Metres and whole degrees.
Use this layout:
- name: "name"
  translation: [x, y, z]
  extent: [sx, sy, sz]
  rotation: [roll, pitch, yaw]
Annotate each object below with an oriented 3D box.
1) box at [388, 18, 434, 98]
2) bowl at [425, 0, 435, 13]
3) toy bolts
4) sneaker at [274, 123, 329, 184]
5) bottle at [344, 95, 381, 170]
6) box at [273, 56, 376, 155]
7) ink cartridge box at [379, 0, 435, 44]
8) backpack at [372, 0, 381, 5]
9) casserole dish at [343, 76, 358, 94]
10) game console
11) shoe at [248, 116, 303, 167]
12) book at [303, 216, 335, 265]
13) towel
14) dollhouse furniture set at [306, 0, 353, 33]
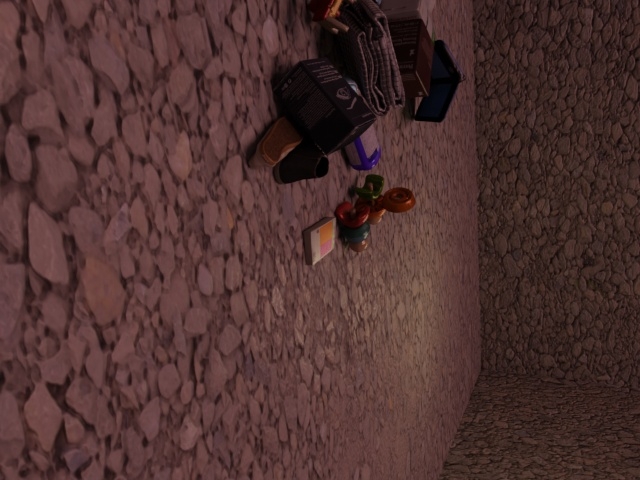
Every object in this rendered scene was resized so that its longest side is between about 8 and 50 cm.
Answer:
- name: "box"
  translation: [0.282, -0.615, 1.963]
  extent: [0.167, 0.168, 0.203]
  rotation: [34, 61, -61]
- name: "bowl"
  translation: [0.318, -0.959, 2.052]
  extent: [0.298, 0.134, 0.298]
  rotation: [4, 90, -65]
- name: "toy bolts"
  translation: [0.168, -0.064, 1.760]
  extent: [0.228, 0.218, 0.159]
  rotation: [-43, 138, -32]
- name: "sneaker"
  translation: [-0.019, -0.218, 1.423]
  extent: [0.222, 0.118, 0.083]
  rotation: [-66, 147, -37]
- name: "bottle"
  translation: [0.102, -0.341, 1.696]
  extent: [0.118, 0.092, 0.283]
  rotation: [-67, 147, -34]
- name: "box"
  translation: [0.015, -0.327, 1.388]
  extent: [0.207, 0.108, 0.153]
  rotation: [51, 32, 1]
- name: "ink cartridge box"
  translation: [0.308, -0.760, 2.027]
  extent: [0.208, 0.152, 0.087]
  rotation: [47, 50, -57]
- name: "backpack"
  translation: [0.145, -0.779, 1.659]
  extent: [0.158, 0.116, 0.173]
  rotation: [23, 37, -63]
- name: "casserole dish"
  translation: [0.039, -0.371, 1.536]
  extent: [0.188, 0.037, 0.114]
  rotation: [-24, 117, -32]
- name: "game console"
  translation: [0.415, -0.612, 2.225]
  extent: [0.250, 0.173, 0.293]
  rotation: [53, -3, -18]
- name: "shoe"
  translation: [-0.103, -0.226, 1.332]
  extent: [0.077, 0.058, 0.219]
  rotation: [49, 35, -11]
- name: "book"
  translation: [0.000, 0.000, 1.579]
  extent: [0.144, 0.035, 0.096]
  rotation: [-35, 126, -58]
- name: "towel"
  translation: [0.131, -0.523, 1.617]
  extent: [0.235, 0.121, 0.284]
  rotation: [-109, 177, -48]
- name: "dollhouse furniture set"
  translation: [0.044, -0.713, 1.421]
  extent: [0.152, 0.201, 0.374]
  rotation: [25, 92, -28]
